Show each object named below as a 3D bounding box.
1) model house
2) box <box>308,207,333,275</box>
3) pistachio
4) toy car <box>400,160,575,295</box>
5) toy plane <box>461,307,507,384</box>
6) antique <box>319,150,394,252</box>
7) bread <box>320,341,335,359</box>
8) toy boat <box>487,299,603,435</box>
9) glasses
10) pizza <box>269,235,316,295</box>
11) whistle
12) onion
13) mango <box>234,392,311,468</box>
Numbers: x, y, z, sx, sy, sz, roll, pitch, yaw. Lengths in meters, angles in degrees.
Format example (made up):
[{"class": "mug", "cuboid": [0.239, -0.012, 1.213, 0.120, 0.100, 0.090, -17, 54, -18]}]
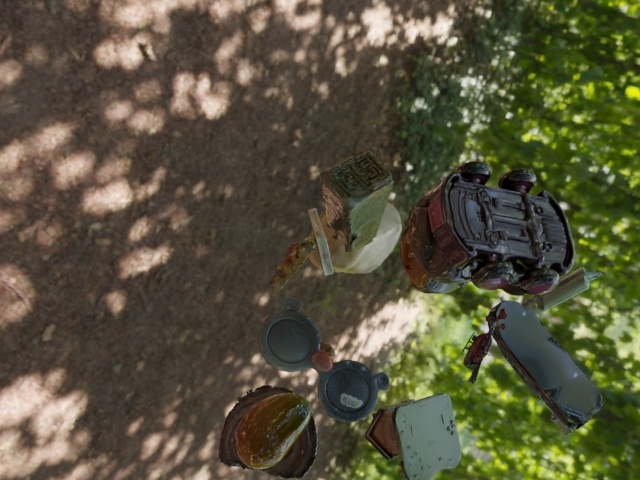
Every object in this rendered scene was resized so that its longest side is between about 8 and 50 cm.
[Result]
[{"class": "model house", "cuboid": [0.238, 0.538, 2.020, 0.293, 0.154, 0.207, 2, 76, -52]}, {"class": "box", "cuboid": [0.000, 0.000, 1.613, 0.167, 0.024, 0.090, -106, -177, -66]}, {"class": "pistachio", "cuboid": [0.106, -0.009, 2.378, 0.321, 0.229, 0.238, -27, 102, -19]}, {"class": "toy car", "cuboid": [0.331, 0.008, 1.536, 0.240, 0.340, 0.271, 131, -38, -52]}, {"class": "toy plane", "cuboid": [0.294, 0.183, 1.334, 0.145, 0.037, 0.060, -63, -176, 12]}, {"class": "antique", "cuboid": [0.085, -0.084, 1.925, 0.150, 0.125, 0.284, -28, 152, -19]}, {"class": "bread", "cuboid": [0.004, 0.361, 2.345, 0.113, 0.082, 0.060, -136, -134, -67]}, {"class": "toy boat", "cuboid": [0.456, 0.269, 1.587, 0.134, 0.299, 0.092, -26, 160, -36]}, {"class": "glasses", "cuboid": [-0.005, 0.209, 1.327, 0.118, 0.234, 0.268, -51, 180, -5]}, {"class": "pizza", "cuboid": [-0.085, 0.064, 2.083, 0.199, 0.062, 0.188, -53, 180, -9]}, {"class": "whistle", "cuboid": [0.663, 0.143, 2.067, 0.062, 0.062, 0.312, -58, -177, -28]}, {"class": "onion", "cuboid": [-0.142, 0.613, 2.349, 0.146, 0.314, 0.280, 74, 29, -58]}, {"class": "mango", "cuboid": [-0.148, 0.551, 2.195, 0.254, 0.175, 0.139, -48, 153, -29]}]
